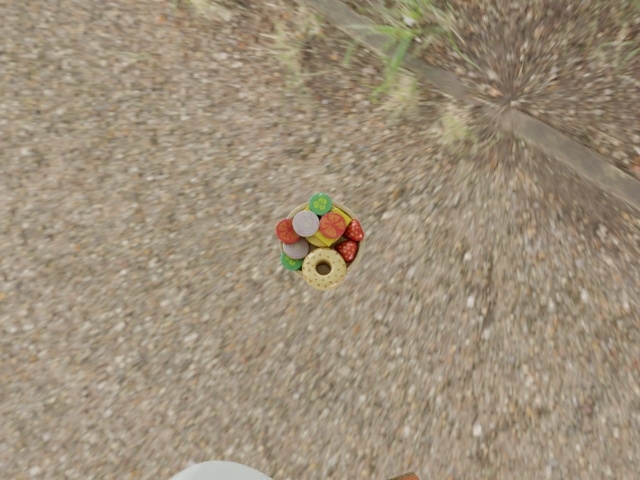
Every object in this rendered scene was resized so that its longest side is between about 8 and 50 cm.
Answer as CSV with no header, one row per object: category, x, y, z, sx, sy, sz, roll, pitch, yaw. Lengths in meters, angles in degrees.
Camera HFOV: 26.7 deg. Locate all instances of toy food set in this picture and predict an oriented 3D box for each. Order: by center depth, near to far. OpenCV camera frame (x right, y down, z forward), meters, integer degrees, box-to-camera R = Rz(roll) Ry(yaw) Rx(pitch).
toy food set,0.000,0.000,1.265,0.082,0.020,0.083,38,79,8

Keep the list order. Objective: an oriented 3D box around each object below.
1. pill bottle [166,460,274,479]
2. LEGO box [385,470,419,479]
pill bottle,-0.135,0.238,0.646,0.318,0.176,0.176,-37,90,25
LEGO box,-0.040,0.517,1.432,0.500,0.193,0.372,-38,70,41
